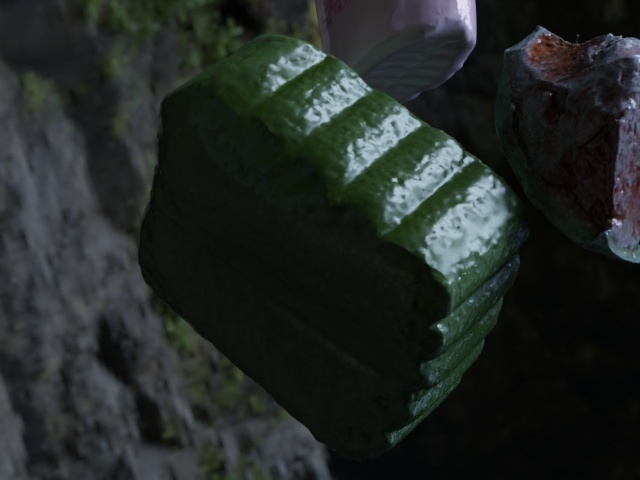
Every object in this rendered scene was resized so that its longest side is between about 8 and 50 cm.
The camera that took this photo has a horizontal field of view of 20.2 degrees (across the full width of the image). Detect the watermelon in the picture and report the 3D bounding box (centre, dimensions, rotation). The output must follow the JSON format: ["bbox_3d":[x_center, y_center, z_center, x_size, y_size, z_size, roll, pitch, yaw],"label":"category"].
[{"bbox_3d":[0.159,-0.080,1.124,0.139,0.071,0.187,114,-36,-50],"label":"watermelon"}]

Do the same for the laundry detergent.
[{"bbox_3d":[0.038,-0.273,1.307,0.159,0.087,0.335,-34,-121,53],"label":"laundry detergent"}]

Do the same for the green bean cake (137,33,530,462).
[{"bbox_3d":[0.000,0.000,1.180,0.248,0.125,0.222,37,-38,16],"label":"green bean cake"}]
